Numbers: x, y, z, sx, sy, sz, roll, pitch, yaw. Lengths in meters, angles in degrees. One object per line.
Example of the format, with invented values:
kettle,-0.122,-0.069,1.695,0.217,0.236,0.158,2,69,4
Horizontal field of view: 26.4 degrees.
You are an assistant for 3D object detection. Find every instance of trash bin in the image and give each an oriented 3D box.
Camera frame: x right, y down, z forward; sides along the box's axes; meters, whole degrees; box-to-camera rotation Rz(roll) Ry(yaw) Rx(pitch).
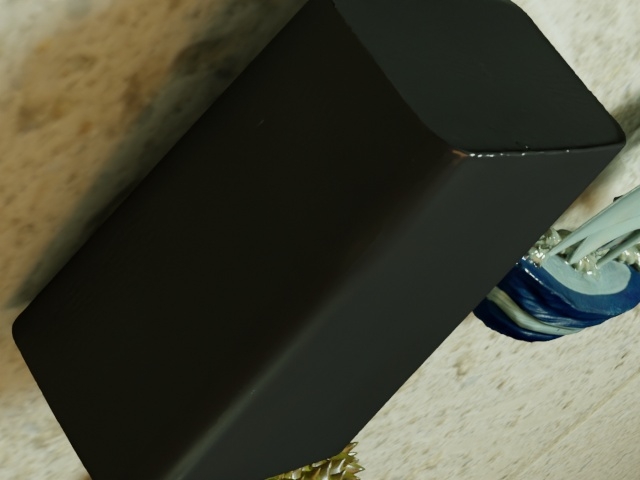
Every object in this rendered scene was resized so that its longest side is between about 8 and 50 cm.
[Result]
trash bin,0.000,0.000,0.596,0.165,0.115,0.225,-7,146,-51

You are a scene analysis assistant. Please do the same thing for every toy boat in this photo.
toy boat,0.240,-0.011,0.952,0.292,0.070,0.210,-27,162,6

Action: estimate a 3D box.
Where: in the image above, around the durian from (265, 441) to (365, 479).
durian,-0.044,0.202,0.904,0.193,0.137,0.237,-46,157,18
